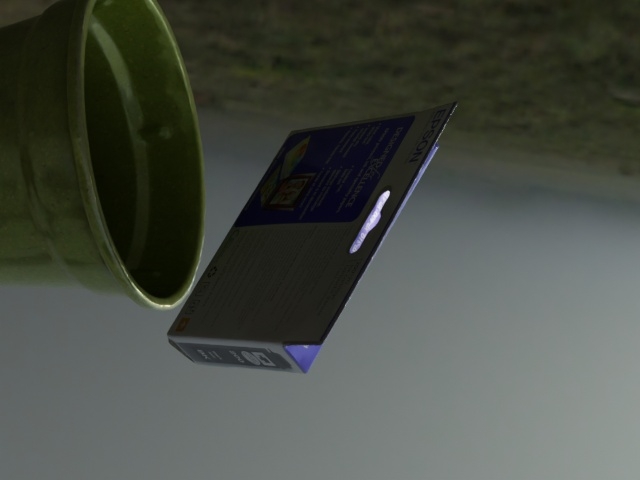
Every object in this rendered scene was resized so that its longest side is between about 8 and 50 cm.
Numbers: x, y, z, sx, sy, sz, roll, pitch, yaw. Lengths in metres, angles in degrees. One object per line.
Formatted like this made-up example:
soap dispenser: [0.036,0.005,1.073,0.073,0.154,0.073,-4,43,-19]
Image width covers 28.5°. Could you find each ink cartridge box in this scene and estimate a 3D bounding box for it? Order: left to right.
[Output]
ink cartridge box: [0.000,0.000,0.914,0.045,0.206,0.208,42,156,-26]

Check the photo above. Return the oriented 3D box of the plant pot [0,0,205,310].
plant pot: [-0.258,-0.067,1.039,0.254,0.276,0.276,-6,-179,13]
